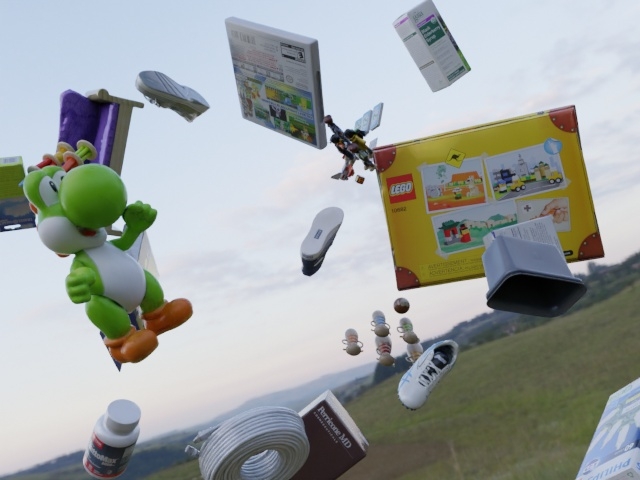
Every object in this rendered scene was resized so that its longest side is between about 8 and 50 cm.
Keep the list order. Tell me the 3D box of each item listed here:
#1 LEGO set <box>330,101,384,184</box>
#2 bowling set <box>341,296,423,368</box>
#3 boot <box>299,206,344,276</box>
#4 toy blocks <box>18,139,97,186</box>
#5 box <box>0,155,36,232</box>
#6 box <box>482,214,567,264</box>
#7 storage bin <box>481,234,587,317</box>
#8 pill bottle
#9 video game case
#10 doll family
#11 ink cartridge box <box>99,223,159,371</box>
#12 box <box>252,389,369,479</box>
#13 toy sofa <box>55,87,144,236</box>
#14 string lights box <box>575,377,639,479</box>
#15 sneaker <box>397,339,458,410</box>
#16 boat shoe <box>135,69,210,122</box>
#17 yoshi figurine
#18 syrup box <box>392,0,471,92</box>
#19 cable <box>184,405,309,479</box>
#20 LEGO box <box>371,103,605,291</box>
[{"bbox_3d":[0.108,-0.276,1.791,0.060,0.244,0.182,15,-13,-21],"label":"LEGO set"},{"bbox_3d":[0.220,0.288,1.894,0.286,0.200,0.154,10,23,-5],"label":"bowling set"},{"bbox_3d":[0.000,0.000,1.501,0.190,0.069,0.086,-53,-21,-39],"label":"boot"},{"bbox_3d":[-0.590,-0.163,1.351,0.123,0.054,0.148,1,40,28],"label":"toy blocks"},{"bbox_3d":[-0.717,-0.103,1.372,0.109,0.042,0.178,-9,-48,-20],"label":"box"},{"bbox_3d":[0.435,0.028,1.288,0.137,0.126,0.072,-14,-9,-8],"label":"box"},{"bbox_3d":[0.304,0.052,0.897,0.135,0.091,0.098,10,-45,-16],"label":"storage bin"},{"bbox_3d":[-0.499,0.477,1.461,0.108,0.108,0.180,-3,-55,-48],"label":"pill bottle"},{"bbox_3d":[-0.119,-0.426,1.632,0.036,0.329,0.300,-37,-42,-32],"label":"video game case"},{"bbox_3d":[0.066,-0.242,1.475,0.193,0.076,0.111,26,-9,48],"label":"doll family"},{"bbox_3d":[-0.503,0.162,1.620,0.072,0.307,0.304,4,-30,-6],"label":"ink cartridge box"},{"bbox_3d":[-0.070,0.611,1.662,0.381,0.191,0.143,-39,-6,2],"label":"box"},{"bbox_3d":[-0.577,-0.197,1.524,0.177,0.363,0.150,9,5,-34],"label":"toy sofa"},{"bbox_3d":[0.489,0.314,0.930,0.259,0.077,0.133,-34,-17,-45],"label":"string lights box"},{"bbox_3d":[0.271,0.329,1.513,0.237,0.085,0.086,-39,-20,-42],"label":"sneaker"},{"bbox_3d":[-0.470,-0.441,1.897,0.103,0.118,0.320,-44,-14,15],"label":"boat shoe"},{"bbox_3d":[-0.360,0.019,1.040,0.203,0.362,0.203,-33,13,-10],"label":"yoshi figurine"},{"bbox_3d":[0.316,-0.554,1.722,0.093,0.237,0.096,-37,13,-17],"label":"syrup box"},{"bbox_3d":[-0.148,0.491,1.393,0.257,0.089,0.257,-30,-47,-6],"label":"cable"},{"bbox_3d":[0.413,-0.093,1.544,0.499,0.373,0.193,-10,-5,13],"label":"LEGO box"}]
